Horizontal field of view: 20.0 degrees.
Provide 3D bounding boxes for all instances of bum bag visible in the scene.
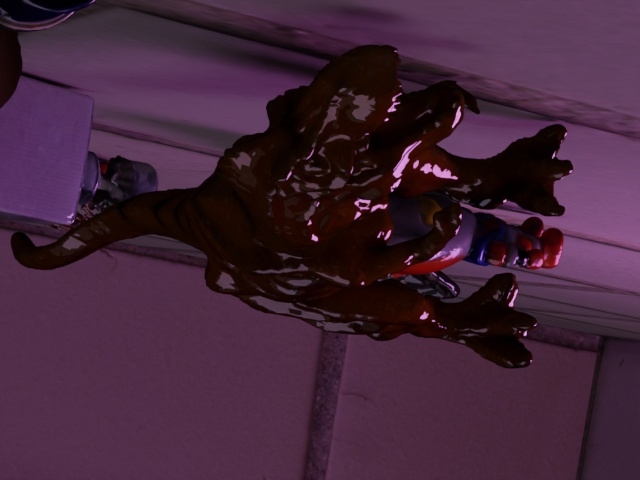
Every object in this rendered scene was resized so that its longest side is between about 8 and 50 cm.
[{"bbox_3d":[0.072,0.036,1.841,0.102,0.069,0.248,10,179,-9],"label":"bum bag"}]

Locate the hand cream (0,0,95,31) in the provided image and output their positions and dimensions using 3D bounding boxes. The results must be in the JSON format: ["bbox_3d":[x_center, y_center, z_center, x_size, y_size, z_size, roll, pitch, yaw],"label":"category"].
[{"bbox_3d":[-0.109,-0.084,0.575,0.062,0.039,0.163,-6,-173,-26],"label":"hand cream"}]

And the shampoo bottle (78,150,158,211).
[{"bbox_3d":[-0.240,-0.061,1.114,0.309,0.071,0.098,11,170,-33],"label":"shampoo bottle"}]

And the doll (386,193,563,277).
[{"bbox_3d":[0.070,-0.005,1.209,0.194,0.062,0.104,5,-147,-26],"label":"doll"}]

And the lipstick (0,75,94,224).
[{"bbox_3d":[-0.273,-0.075,0.877,0.076,0.080,0.371,6,175,41],"label":"lipstick"}]

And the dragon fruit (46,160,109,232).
[{"bbox_3d":[-0.222,-0.055,1.454,0.131,0.063,0.097,5,141,15],"label":"dragon fruit"}]

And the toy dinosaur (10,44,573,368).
[{"bbox_3d":[0.000,0.000,0.821,0.208,0.097,0.432,8,166,-19],"label":"toy dinosaur"}]

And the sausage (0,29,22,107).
[{"bbox_3d":[-0.227,-0.083,0.627,0.304,0.078,0.078,14,175,-43],"label":"sausage"}]
